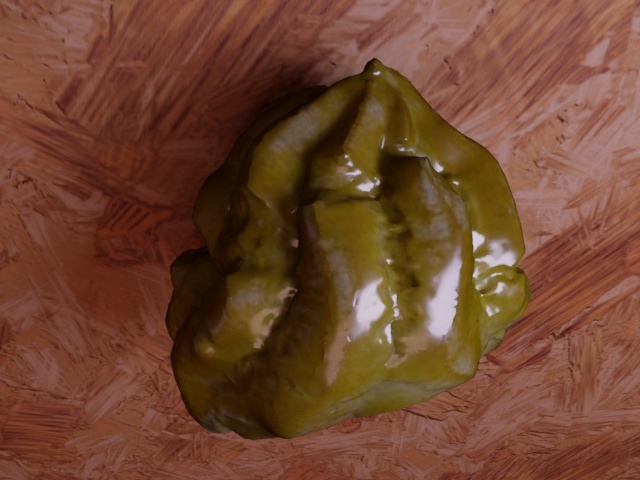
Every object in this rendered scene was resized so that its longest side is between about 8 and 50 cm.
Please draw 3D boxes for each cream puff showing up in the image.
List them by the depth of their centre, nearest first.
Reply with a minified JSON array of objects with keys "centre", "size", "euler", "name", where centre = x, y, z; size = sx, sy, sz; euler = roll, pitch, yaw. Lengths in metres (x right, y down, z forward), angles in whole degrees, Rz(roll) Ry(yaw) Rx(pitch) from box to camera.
[{"centre":[-0.001,0.000,0.533],"size":[0.291,0.324,0.257],"euler":[-16,97,-13],"name":"cream puff"}]
